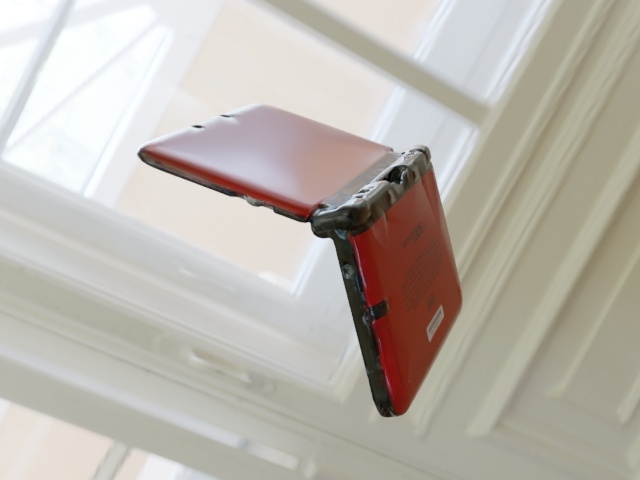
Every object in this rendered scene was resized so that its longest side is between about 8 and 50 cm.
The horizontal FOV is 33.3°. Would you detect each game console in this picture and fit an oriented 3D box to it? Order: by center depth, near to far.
[{"bbox_3d":[0.000,0.000,0.466,0.085,0.124,0.144,-10,11,20],"label":"game console"}]
